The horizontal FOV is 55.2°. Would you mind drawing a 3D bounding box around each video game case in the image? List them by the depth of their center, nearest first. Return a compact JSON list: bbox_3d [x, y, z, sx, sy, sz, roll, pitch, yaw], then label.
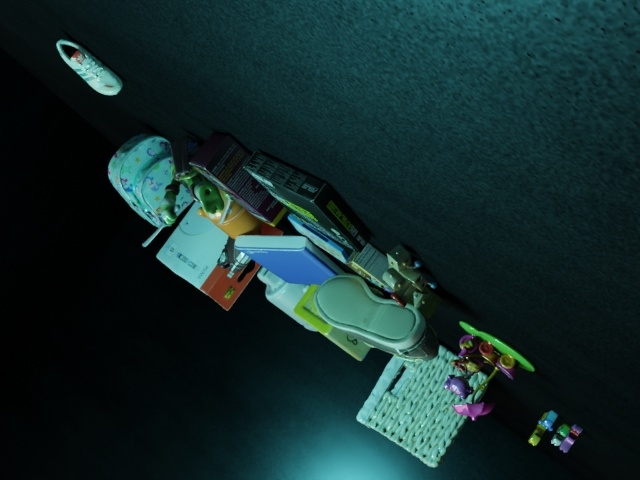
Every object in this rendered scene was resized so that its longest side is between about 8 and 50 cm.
[{"bbox_3d":[0.000,0.000,1.511,0.166,0.015,0.119,34,172,21],"label":"video game case"}]

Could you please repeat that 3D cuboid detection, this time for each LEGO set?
[{"bbox_3d":[0.597,0.505,1.593,0.087,0.093,0.227,34,172,20],"label":"LEGO set"}]

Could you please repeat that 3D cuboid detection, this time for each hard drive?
[{"bbox_3d":[-0.072,0.061,1.726,0.210,0.040,0.318,1,160,24],"label":"hard drive"}]

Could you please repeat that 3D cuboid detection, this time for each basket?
[{"bbox_3d":[0.321,0.488,1.867,0.266,0.328,0.331,31,171,20],"label":"basket"}]

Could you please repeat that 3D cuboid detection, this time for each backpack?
[{"bbox_3d":[-0.489,-0.184,1.818,0.191,0.225,0.254,20,153,54],"label":"backpack"}]

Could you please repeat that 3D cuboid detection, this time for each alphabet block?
[{"bbox_3d":[0.071,0.224,1.906,0.193,0.192,0.197,25,167,50],"label":"alphabet block"}]

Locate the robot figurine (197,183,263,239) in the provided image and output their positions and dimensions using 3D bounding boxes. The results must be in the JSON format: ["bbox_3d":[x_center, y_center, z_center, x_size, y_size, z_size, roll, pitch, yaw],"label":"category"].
[{"bbox_3d":[-0.236,-0.081,1.644,0.158,0.128,0.219,31,171,32],"label":"robot figurine"}]

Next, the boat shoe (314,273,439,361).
[{"bbox_3d":[0.104,0.154,1.224,0.096,0.117,0.324,44,165,-33],"label":"boat shoe"}]

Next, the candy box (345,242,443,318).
[{"bbox_3d":[0.142,0.080,1.219,0.186,0.053,0.109,38,173,-1],"label":"candy box"}]

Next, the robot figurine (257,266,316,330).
[{"bbox_3d":[-0.050,0.183,2.149,0.353,0.200,0.300,39,173,-20],"label":"robot figurine"}]

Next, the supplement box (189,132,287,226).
[{"bbox_3d":[-0.151,-0.120,1.204,0.188,0.081,0.104,40,172,-30],"label":"supplement box"}]

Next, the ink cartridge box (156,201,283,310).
[{"bbox_3d":[-0.337,0.013,1.992,0.385,0.308,0.091,28,170,45],"label":"ink cartridge box"}]

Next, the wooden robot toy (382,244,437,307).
[{"bbox_3d":[0.137,0.059,1.066,0.079,0.076,0.173,44,179,39],"label":"wooden robot toy"}]

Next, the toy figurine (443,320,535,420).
[{"bbox_3d":[0.307,0.269,1.216,0.173,0.159,0.130,32,171,32],"label":"toy figurine"}]

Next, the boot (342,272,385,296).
[{"bbox_3d":[0.121,0.148,1.724,0.157,0.059,0.084,31,176,30],"label":"boot"}]

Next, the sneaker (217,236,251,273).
[{"bbox_3d":[-0.269,-0.002,1.864,0.106,0.163,0.281,29,-160,-27],"label":"sneaker"}]

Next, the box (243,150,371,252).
[{"bbox_3d":[-0.022,-0.067,1.085,0.190,0.045,0.184,30,172,39],"label":"box"}]

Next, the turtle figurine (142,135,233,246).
[{"bbox_3d":[-0.259,-0.092,1.412,0.197,0.275,0.266,9,-177,-35],"label":"turtle figurine"}]

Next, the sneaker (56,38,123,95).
[{"bbox_3d":[-0.506,-0.377,1.329,0.161,0.057,0.075,39,178,-1],"label":"sneaker"}]
